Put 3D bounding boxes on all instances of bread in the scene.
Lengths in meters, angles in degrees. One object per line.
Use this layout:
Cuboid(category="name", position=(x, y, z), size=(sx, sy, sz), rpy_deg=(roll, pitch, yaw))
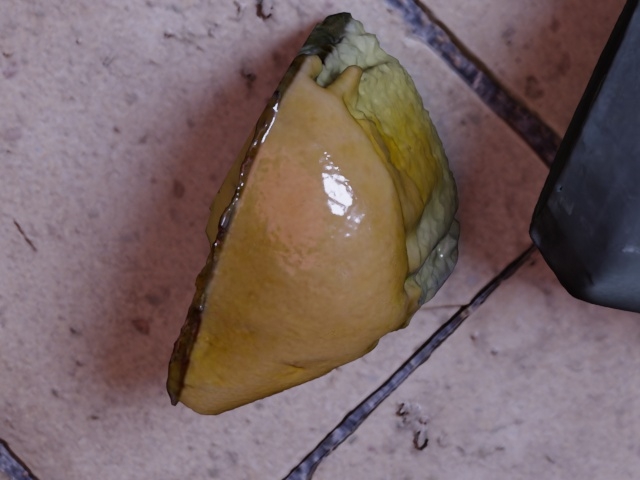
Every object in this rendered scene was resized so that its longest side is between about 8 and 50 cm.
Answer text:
Cuboid(category="bread", position=(0.000, 0.000, 1.254), size=(0.162, 0.204, 0.262), rpy_deg=(23, 117, 14))

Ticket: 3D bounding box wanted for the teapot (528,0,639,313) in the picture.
Cuboid(category="teapot", position=(0.310, -0.009, 1.110), size=(0.344, 0.253, 0.300), rpy_deg=(23, 75, 5))
